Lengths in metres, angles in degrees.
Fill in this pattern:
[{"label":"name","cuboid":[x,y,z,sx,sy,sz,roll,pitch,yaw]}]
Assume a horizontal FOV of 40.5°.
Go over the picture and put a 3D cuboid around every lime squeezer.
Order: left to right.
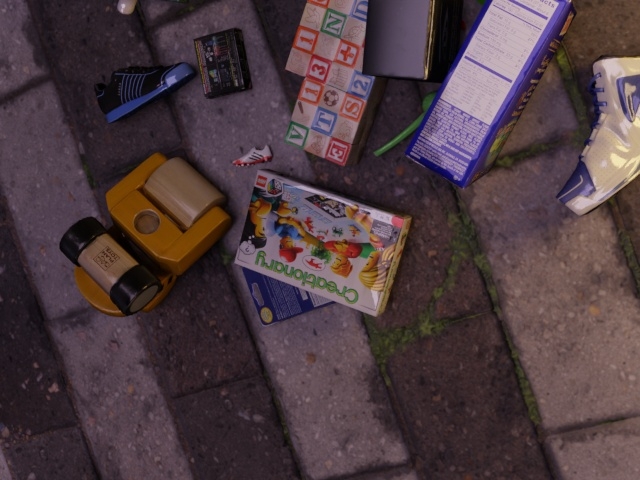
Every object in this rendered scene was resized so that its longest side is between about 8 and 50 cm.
[{"label":"lime squeezer","cuboid":[0.192,-0.274,1.537,0.110,0.059,0.310,17,111,-4]}]

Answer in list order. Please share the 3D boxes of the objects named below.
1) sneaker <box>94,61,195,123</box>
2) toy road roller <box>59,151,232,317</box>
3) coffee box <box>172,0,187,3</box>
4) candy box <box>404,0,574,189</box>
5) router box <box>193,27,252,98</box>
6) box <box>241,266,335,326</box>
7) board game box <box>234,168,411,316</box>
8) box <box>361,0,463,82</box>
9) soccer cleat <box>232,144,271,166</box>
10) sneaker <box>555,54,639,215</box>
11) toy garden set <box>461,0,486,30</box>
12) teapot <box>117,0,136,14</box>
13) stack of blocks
[{"label":"sneaker","cuboid":[-0.362,-0.320,1.752,0.232,0.081,0.090,-23,96,25]},{"label":"toy road roller","cuboid":[-0.348,0.010,1.762,0.202,0.240,0.329,42,73,11]},{"label":"coffee box","cuboid":[-0.344,-0.540,1.731,0.184,0.040,0.113,12,100,20]},{"label":"candy box","cuboid":[0.282,-0.259,1.401,0.122,0.268,0.317,32,108,11]},{"label":"router box","cuboid":[-0.192,-0.346,1.702,0.092,0.038,0.122,-8,95,22]},{"label":"box","cuboid":[-0.036,0.074,1.704,0.225,0.036,0.136,-20,89,22]},{"label":"board game box","cuboid":[0.000,0.000,1.632,0.305,0.053,0.193,19,104,19]},{"label":"box","cuboid":[0.153,-0.335,1.405,0.108,0.207,0.153,9,100,21]},{"label":"soccer cleat","cuboid":[-0.135,-0.166,1.715,0.083,0.029,0.035,-9,86,20]},{"label":"sneaker","cuboid":[0.484,-0.200,1.417,0.182,0.127,0.315,46,105,13]},{"label":"toy garden set","cuboid":[0.212,-0.485,1.511,0.244,0.049,0.204,42,121,3]},{"label":"teapot","cuboid":[-0.299,-0.590,1.600,0.256,0.187,0.252,-24,92,-14]},{"label":"stack of blocks","cuboid":[0.031,-0.305,1.592,0.171,0.087,0.297,24,106,17]}]
